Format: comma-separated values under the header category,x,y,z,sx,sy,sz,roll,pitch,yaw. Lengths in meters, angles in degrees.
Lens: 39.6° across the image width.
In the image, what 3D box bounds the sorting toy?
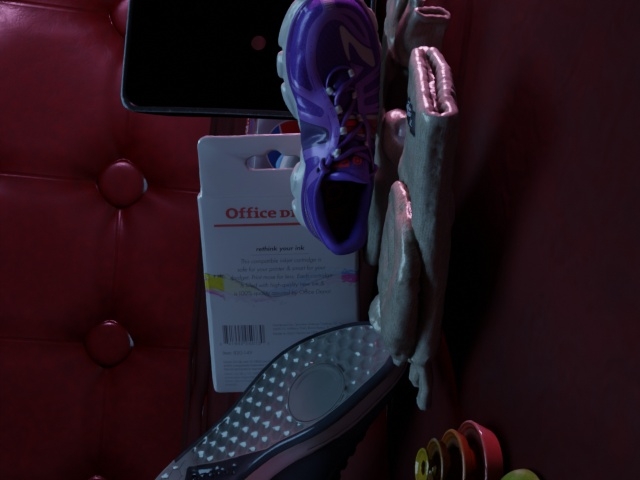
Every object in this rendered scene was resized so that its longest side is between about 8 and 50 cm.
category,x,y,z,sx,sy,sz,roll,pitch,yaw
sorting toy,0.070,0.127,0.424,0.102,0.042,0.061,-128,45,-73

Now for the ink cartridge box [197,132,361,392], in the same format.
category,x,y,z,sx,sy,sz,roll,pitch,yaw
ink cartridge box,-0.028,0.011,0.670,0.067,0.115,0.198,-84,-7,-71

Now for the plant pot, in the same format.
category,x,y,z,sx,sy,sz,roll,pitch,yaw
plant pot,-0.036,-0.179,0.719,0.167,0.188,0.188,15,-101,-79

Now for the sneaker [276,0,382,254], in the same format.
category,x,y,z,sx,sy,sz,roll,pitch,yaw
sneaker,0.016,-0.070,0.551,0.071,0.068,0.170,-122,24,-61

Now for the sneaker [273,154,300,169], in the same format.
category,x,y,z,sx,sy,sz,roll,pitch,yaw
sneaker,0.000,0.000,0.789,0.083,0.071,0.191,155,111,-69

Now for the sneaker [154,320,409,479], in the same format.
category,x,y,z,sx,sy,sz,roll,pitch,yaw
sneaker,0.003,0.168,0.645,0.226,0.163,0.086,-41,36,9

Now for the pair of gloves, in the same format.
category,x,y,z,sx,sy,sz,roll,pitch,yaw
pair of gloves,0.057,-0.042,0.550,0.240,0.042,0.204,-92,6,-58

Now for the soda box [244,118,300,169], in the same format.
category,x,y,z,sx,sy,sz,roll,pitch,yaw
soda box,-0.038,-0.051,0.925,0.092,0.083,0.264,-179,94,-77
